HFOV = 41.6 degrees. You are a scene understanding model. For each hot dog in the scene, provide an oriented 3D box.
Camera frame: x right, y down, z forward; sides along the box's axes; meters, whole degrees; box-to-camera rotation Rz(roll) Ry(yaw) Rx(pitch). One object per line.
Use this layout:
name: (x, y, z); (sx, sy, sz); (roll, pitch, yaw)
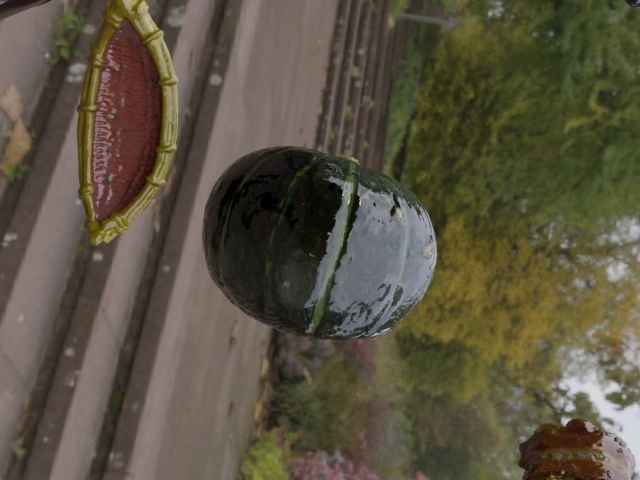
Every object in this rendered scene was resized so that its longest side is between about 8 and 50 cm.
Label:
hot dog: (0.318, 0.290, 1.033); (0.213, 0.146, 0.103); (-59, 158, -65)

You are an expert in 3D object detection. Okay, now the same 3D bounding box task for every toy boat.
toy boat: (-0.250, -0.154, 1.076); (0.099, 0.140, 0.318); (-49, 149, -74)

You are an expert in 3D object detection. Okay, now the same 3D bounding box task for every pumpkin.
pumpkin: (0.000, 0.000, 1.150); (0.323, 0.323, 0.242); (-81, -175, -83)

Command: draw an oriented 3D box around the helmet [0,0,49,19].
helmet: (-0.346, -0.312, 0.809); (0.189, 0.193, 0.216); (62, -20, 8)

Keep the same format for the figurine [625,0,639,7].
figurine: (0.574, -0.457, 1.419); (0.145, 0.222, 0.145); (-52, 159, -30)
